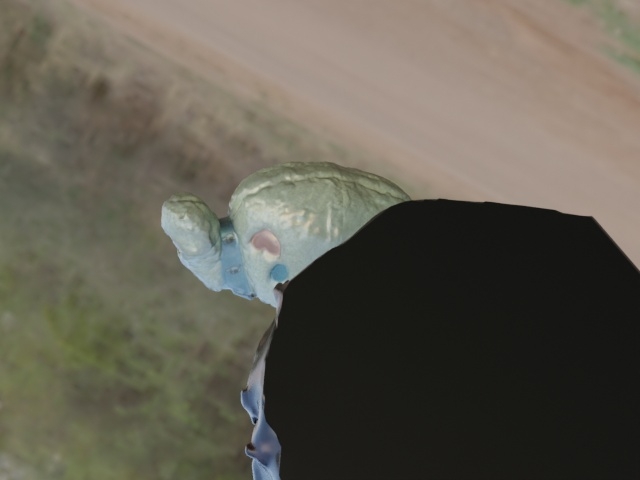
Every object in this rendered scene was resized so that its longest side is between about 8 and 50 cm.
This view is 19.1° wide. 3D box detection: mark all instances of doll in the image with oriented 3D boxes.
[{"bbox_3d":[0.000,0.000,1.221,0.214,0.103,0.071,4,-145,-17],"label":"doll"}]

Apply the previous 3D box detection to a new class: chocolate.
[{"bbox_3d":[0.056,0.101,0.981,0.206,0.224,0.177,50,162,6],"label":"chocolate"}]
